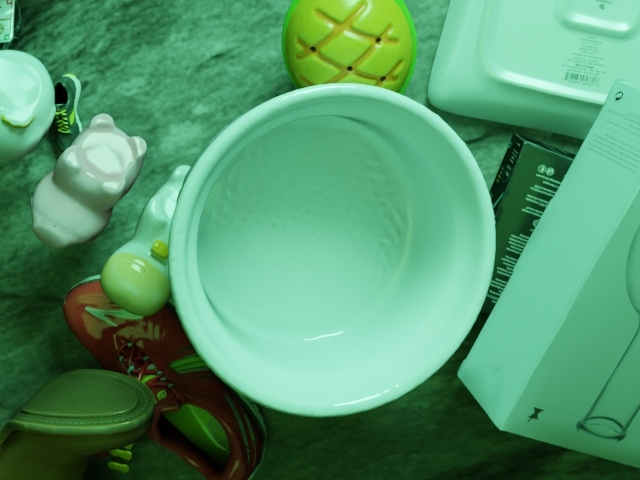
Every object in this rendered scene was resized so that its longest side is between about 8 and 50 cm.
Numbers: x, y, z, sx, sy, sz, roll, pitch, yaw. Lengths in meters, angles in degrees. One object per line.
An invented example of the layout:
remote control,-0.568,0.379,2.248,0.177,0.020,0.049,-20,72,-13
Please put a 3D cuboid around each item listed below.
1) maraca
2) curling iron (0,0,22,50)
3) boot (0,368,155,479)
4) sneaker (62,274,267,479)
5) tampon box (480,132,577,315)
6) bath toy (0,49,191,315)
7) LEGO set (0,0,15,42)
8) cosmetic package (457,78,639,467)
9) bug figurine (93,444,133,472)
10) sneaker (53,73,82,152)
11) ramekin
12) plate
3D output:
maraca,0.031,-0.166,0.799,0.127,0.099,0.186,-5,126,10
curling iron,-0.434,-0.184,0.885,0.274,0.035,0.068,-23,97,11
boot,-0.267,0.256,0.841,0.283,0.109,0.220,-12,106,13
sneaker,-0.162,0.145,0.872,0.279,0.118,0.107,44,103,-3
tampon box,0.204,-0.007,0.791,0.101,0.120,0.161,21,104,3
bath toy,-0.220,-0.038,0.832,0.348,0.151,0.129,38,148,-8
LEGO set,-0.416,-0.263,0.856,0.244,0.060,0.182,-5,76,8
cosmetic package,0.348,0.067,0.726,0.377,0.097,0.284,19,108,-22
bug figurine,-0.344,0.219,0.935,0.279,0.072,0.216,18,109,-1
sneaker,-0.271,-0.132,0.873,0.031,0.035,0.083,3,102,8
ramekin,0.000,0.000,0.735,0.277,0.135,0.277,-3,103,-15
plate,0.263,-0.231,0.779,0.277,0.045,0.278,13,103,4
